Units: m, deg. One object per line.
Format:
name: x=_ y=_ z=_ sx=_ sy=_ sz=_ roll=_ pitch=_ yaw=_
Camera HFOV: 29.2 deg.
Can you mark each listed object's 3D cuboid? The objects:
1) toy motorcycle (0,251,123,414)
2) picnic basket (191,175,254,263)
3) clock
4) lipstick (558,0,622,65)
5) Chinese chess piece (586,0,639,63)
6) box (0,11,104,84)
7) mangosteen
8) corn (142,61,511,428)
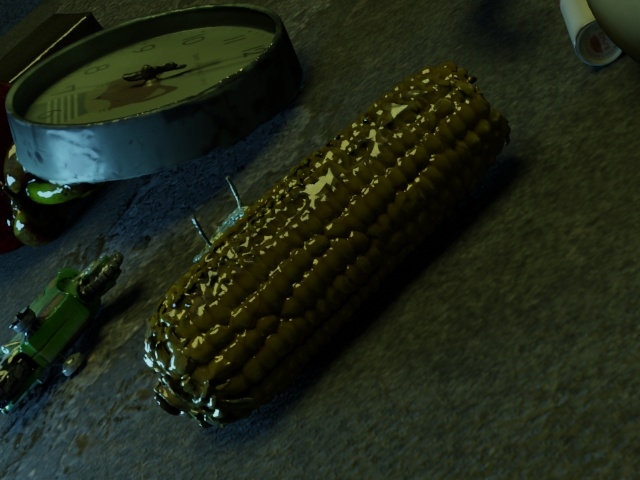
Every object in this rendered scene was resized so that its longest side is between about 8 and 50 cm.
toy motorcycle: x=-0.256 y=0.083 z=1.143 sx=0.190 sy=0.074 sz=0.106 roll=-51 pitch=17 yaw=-22
picnic basket: x=-0.072 y=-0.005 z=1.007 sx=0.083 sy=0.083 sz=0.065 roll=-15 pitch=29 yaw=39
clock: x=-0.183 y=-0.167 z=1.328 sx=0.325 sy=0.067 sz=0.325 roll=-12 pitch=29 yaw=7
lipstick: x=0.207 y=-0.179 z=0.951 sx=0.038 sy=0.038 sz=0.131 roll=-31 pitch=25 yaw=20
Chinese chess piece: x=0.293 y=-0.209 z=0.807 sx=0.251 sy=0.097 sz=0.251 roll=-32 pitch=25 yaw=16
box: x=-0.373 y=-0.212 z=1.738 sx=0.184 sy=0.143 sz=0.273 roll=-45 pitch=23 yaw=-10
mangosteen: x=-0.371 y=-0.083 z=1.463 sx=0.257 sy=0.215 sz=0.215 roll=7 pitch=45 yaw=22
corn: x=0.000 y=0.001 z=0.862 sx=0.318 sy=0.115 sz=0.115 roll=-44 pitch=24 yaw=-8
